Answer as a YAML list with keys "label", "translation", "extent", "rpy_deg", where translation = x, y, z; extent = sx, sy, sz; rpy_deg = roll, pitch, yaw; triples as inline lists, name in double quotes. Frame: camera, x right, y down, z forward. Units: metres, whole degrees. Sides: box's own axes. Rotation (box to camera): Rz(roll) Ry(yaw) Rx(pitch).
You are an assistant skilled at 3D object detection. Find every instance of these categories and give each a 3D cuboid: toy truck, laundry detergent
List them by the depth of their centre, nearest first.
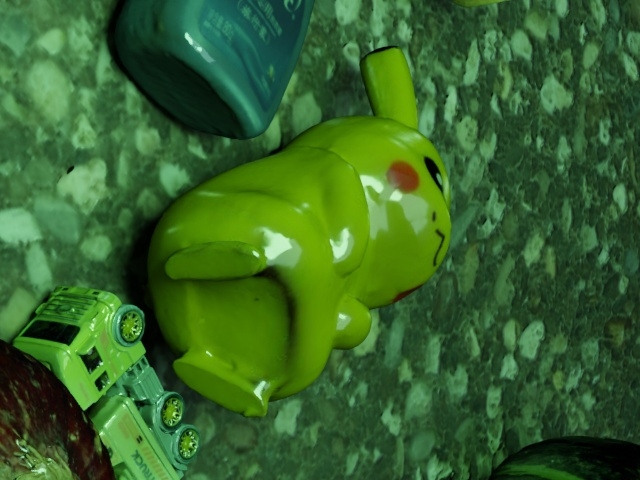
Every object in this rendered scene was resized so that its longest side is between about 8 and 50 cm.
- label: "toy truck"
  translation: [-0.157, 0.122, 1.153]
  extent: [0.100, 0.077, 0.169]
  rpy_deg: [-49, 131, -37]
- label: "laundry detergent"
  translation: [-0.043, -0.226, 1.233]
  extent: [0.143, 0.094, 0.290]
  rpy_deg: [43, 62, -41]

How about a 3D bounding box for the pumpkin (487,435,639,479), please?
- label: "pumpkin"
  translation: [0.258, 0.348, 1.570]
  extent: [0.323, 0.241, 0.323]
  rpy_deg: [-11, 105, -48]

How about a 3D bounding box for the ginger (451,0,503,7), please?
- label: "ginger"
  translation: [0.153, -0.350, 1.437]
  extent: [0.219, 0.123, 0.270]
  rpy_deg: [-34, 120, -41]

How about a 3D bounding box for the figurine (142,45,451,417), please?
- label: "figurine"
  translation: [-0.004, 0.003, 1.261]
  extent: [0.327, 0.169, 0.218]
  rpy_deg: [-30, 133, -43]

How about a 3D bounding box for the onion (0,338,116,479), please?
- label: "onion"
  translation: [-0.227, 0.176, 0.987]
  extent: [0.246, 0.190, 0.246]
  rpy_deg: [-11, 90, -70]
